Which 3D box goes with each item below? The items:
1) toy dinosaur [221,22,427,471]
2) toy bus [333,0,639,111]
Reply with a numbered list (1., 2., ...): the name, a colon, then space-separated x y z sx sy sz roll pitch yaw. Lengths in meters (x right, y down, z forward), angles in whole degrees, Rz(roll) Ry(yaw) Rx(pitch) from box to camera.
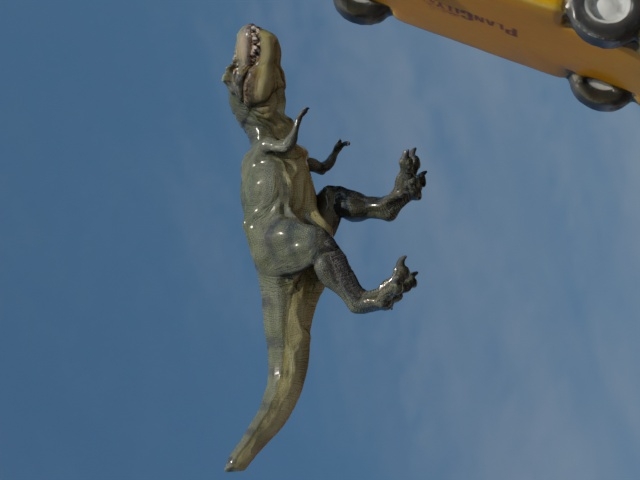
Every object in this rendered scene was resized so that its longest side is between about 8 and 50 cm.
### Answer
1. toy dinosaur: 0.000 0.000 0.970 0.064 0.118 0.268 34 -129 -65
2. toy bus: 0.100 -0.201 1.085 0.130 0.333 0.108 -64 -17 -15
